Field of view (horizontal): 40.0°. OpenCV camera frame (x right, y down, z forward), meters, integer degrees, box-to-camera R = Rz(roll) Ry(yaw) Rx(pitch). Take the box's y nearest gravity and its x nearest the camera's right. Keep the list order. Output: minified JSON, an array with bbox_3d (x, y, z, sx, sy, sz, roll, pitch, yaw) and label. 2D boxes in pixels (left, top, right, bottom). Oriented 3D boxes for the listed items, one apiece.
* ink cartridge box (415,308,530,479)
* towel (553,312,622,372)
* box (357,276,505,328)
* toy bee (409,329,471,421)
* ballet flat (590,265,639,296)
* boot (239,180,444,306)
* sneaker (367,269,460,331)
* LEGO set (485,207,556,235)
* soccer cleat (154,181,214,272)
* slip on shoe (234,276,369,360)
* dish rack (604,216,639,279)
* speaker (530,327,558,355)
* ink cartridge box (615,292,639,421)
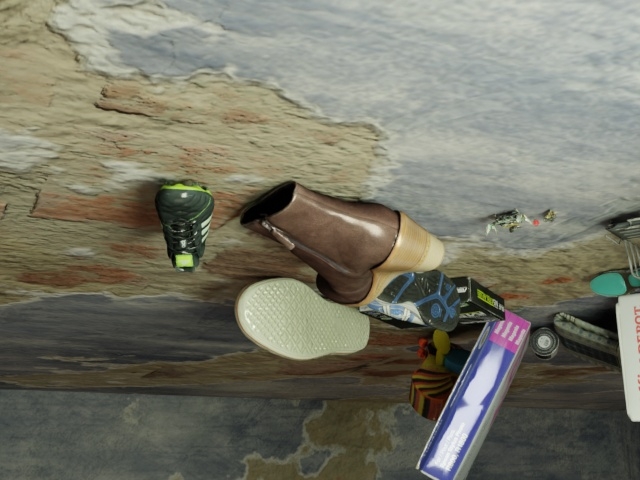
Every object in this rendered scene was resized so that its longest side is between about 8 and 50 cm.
[{"bbox_3d":[0.290,0.293,1.608,0.071,0.324,0.330,26,172,17],"label":"ink cartridge box"},{"bbox_3d":[0.612,0.222,1.671,0.324,0.056,0.312,20,171,25],"label":"towel"},{"bbox_3d":[0.182,0.105,1.425,0.191,0.045,0.184,-8,161,26],"label":"box"},{"bbox_3d":[0.251,0.272,1.817,0.162,0.195,0.298,19,-172,32],"label":"toy bee"},{"bbox_3d":[0.452,0.059,1.282,0.041,0.041,0.114,13,160,-39],"label":"ballet flat"},{"bbox_3d":[0.000,0.000,1.024,0.207,0.090,0.248,20,158,-23],"label":"boot"},{"bbox_3d":[0.119,0.074,1.259,0.211,0.080,0.081,28,159,-34],"label":"sneaker"},{"bbox_3d":[0.229,-0.026,1.011,0.083,0.023,0.054,-10,170,-17],"label":"LEGO set"},{"bbox_3d":[-0.143,-0.012,0.941,0.060,0.072,0.179,1,164,-5],"label":"soccer cleat"},{"bbox_3d":[-0.038,0.129,1.386,0.101,0.123,0.331,-5,169,30],"label":"slip on shoe"},{"bbox_3d":[0.474,0.016,1.061,0.208,0.074,0.271,-13,160,35],"label":"dish rack"},{"bbox_3d":[0.454,0.211,1.779,0.055,0.055,0.136,-4,168,13],"label":"speaker"},{"bbox_3d":[0.642,0.181,1.409,0.289,0.211,0.121,-8,165,30],"label":"ink cartridge box"}]
